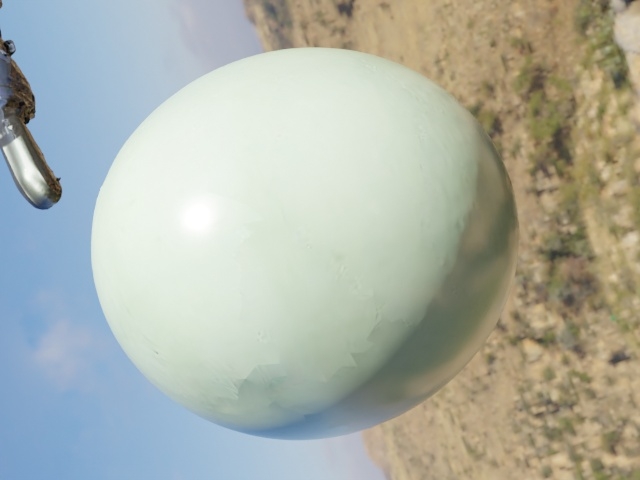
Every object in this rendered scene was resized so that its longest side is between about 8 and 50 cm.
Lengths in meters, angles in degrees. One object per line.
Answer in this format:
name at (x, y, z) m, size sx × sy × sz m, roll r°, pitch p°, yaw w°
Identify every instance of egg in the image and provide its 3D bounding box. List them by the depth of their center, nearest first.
egg at (0.000, 0.000, 0.536) m, size 0.282 × 0.202 × 0.203 m, roll -7°, pitch -104°, yaw -64°

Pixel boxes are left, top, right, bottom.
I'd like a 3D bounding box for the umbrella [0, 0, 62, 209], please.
umbrella at (-0.262, -0.135, 0.800) m, size 0.248 × 0.071 × 0.071 m, roll 58°, pitch 173°, yaw 24°
